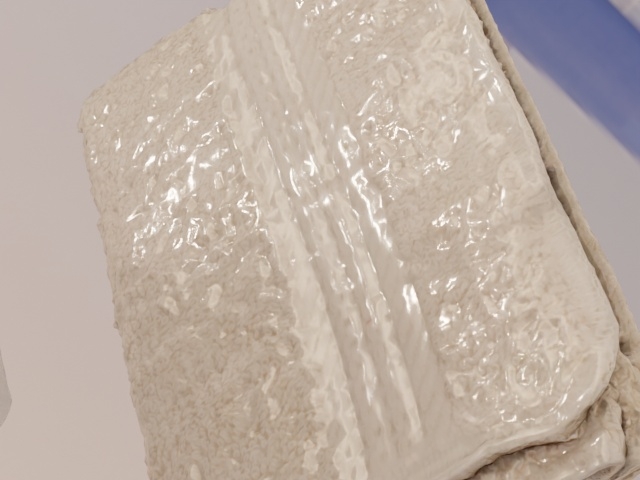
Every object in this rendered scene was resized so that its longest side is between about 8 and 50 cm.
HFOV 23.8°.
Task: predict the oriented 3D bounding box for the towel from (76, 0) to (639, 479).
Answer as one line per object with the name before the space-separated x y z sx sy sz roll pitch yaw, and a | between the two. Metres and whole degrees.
towel | 0.000 0.000 0.566 0.049 0.187 0.282 35 -152 -48

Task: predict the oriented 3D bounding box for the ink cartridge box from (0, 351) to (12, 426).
ink cartridge box | -0.259 -0.028 0.516 0.289 0.211 0.121 32 -122 20
